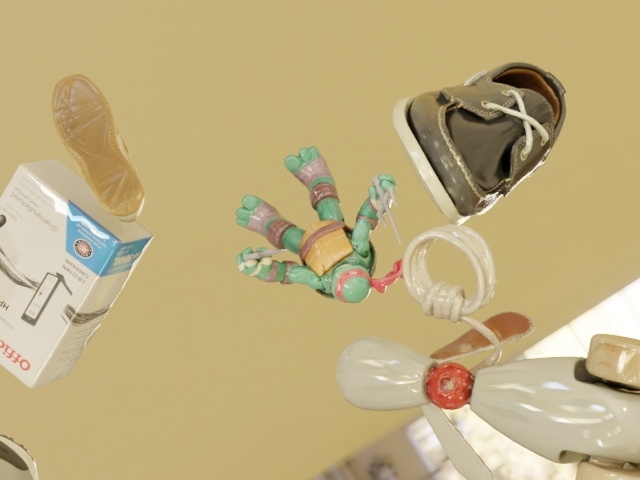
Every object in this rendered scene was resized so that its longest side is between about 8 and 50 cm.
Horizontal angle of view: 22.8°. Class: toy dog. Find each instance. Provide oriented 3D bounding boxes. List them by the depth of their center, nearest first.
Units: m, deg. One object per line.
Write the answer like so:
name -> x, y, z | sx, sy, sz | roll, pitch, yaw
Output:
toy dog -> 0.199, 0.146, 1.506 | 0.333, 0.220, 0.161 | 33, 7, 24

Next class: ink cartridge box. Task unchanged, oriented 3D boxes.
ink cartridge box -> -0.301, 0.037, 1.725 | 0.148, 0.203, 0.086 | 36, 17, 12

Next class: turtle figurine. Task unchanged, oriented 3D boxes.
turtle figurine -> 0.000, 0.000, 1.606 | 0.234, 0.175, 0.118 | 51, -12, 56

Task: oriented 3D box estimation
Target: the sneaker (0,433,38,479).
sneaker -> -0.365, 0.331, 1.803 | 0.108, 0.100, 0.272 | -99, -179, -58

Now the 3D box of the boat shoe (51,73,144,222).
boat shoe -> -0.231, -0.091, 1.641 | 0.059, 0.063, 0.170 | 91, -25, -70

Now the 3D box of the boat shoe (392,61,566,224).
boat shoe -> 0.102, -0.069, 0.976 | 0.084, 0.079, 0.233 | 60, 21, -1
